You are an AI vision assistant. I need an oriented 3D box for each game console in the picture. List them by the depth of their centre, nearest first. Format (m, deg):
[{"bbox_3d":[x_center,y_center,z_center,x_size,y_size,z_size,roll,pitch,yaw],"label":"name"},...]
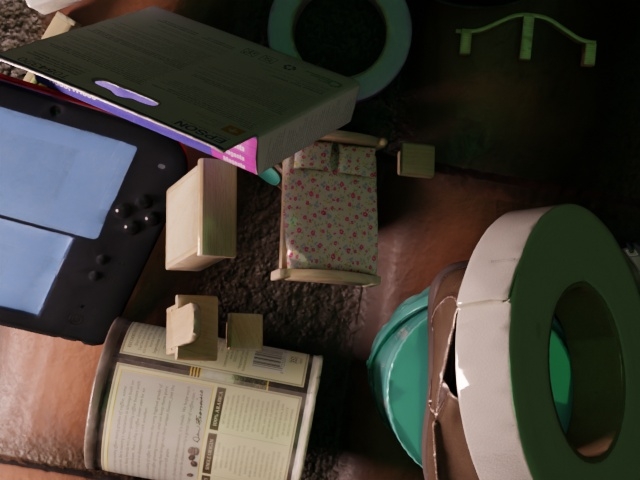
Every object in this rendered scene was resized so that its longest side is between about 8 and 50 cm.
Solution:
[{"bbox_3d":[-0.390,-0.039,1.690,0.387,0.060,0.342,16,112,-26],"label":"game console"}]

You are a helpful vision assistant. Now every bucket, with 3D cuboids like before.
[{"bbox_3d":[0.201,0.183,1.743,0.281,0.183,0.281,0,93,0],"label":"bucket"}]

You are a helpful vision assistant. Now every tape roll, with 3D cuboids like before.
[{"bbox_3d":[0.278,0.152,1.540,0.072,0.392,0.392,-8,94,36],"label":"tape roll"},{"bbox_3d":[0.026,-0.274,1.774,0.189,0.080,0.189,0,94,1],"label":"tape roll"}]

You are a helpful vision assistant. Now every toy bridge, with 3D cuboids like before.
[{"bbox_3d":[0.275,-0.272,1.795,0.188,0.026,0.063,6,91,1],"label":"toy bridge"}]

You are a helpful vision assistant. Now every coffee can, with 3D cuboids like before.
[{"bbox_3d":[-0.149,0.223,1.743,0.275,0.201,0.201,11,93,1],"label":"coffee can"}]

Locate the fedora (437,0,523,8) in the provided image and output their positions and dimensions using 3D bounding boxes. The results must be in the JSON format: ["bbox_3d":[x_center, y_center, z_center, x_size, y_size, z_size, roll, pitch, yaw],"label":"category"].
[{"bbox_3d":[0.204,-0.454,1.680,0.334,0.152,0.334,2,85,-18],"label":"fedora"}]

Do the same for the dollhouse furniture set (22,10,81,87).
[{"bbox_3d":[-0.355,-0.199,1.745,0.101,0.161,0.182,32,94,-1],"label":"dollhouse furniture set"}]

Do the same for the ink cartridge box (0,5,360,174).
[{"bbox_3d":[-0.168,-0.180,1.621,0.324,0.330,0.071,24,120,21],"label":"ink cartridge box"}]

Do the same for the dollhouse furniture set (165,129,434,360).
[{"bbox_3d":[0.000,0.000,1.662,0.356,0.174,0.303,4,81,-18],"label":"dollhouse furniture set"}]

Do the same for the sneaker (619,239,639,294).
[{"bbox_3d":[0.382,0.046,1.782,0.300,0.111,0.121,24,83,-6],"label":"sneaker"}]

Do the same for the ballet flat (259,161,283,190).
[{"bbox_3d":[-0.035,-0.092,1.795,0.221,0.077,0.079,44,75,-6],"label":"ballet flat"}]

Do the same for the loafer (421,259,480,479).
[{"bbox_3d":[0.182,0.210,1.587,0.134,0.130,0.366,-8,93,1],"label":"loafer"}]

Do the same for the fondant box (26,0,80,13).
[{"bbox_3d":[-0.319,-0.494,1.762,0.238,0.096,0.330,-20,94,2],"label":"fondant box"}]
